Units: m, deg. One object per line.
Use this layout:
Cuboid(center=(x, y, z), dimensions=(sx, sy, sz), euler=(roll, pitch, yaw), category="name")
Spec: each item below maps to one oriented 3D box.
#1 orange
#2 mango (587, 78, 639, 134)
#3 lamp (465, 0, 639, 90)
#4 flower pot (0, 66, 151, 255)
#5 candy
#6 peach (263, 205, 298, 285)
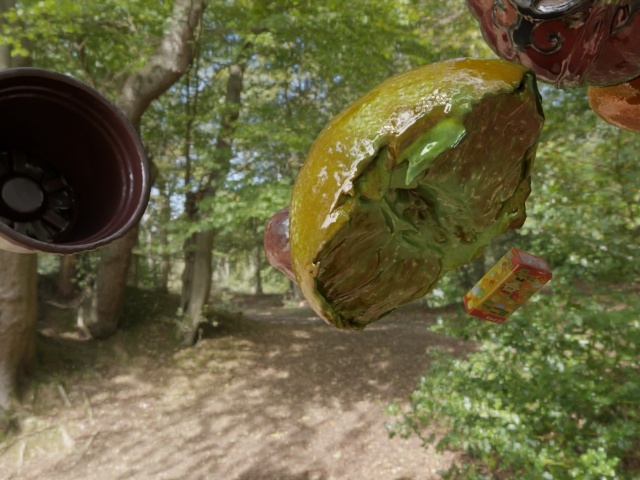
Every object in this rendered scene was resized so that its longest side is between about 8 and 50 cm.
Cuboid(center=(0.097, -0.062, 0.623), dimensions=(0.334, 0.196, 0.262), euler=(-42, -19, 17), category="orange")
Cuboid(center=(0.469, -0.185, 0.768), dimensions=(0.217, 0.102, 0.141), euler=(29, -12, 37), category="mango")
Cuboid(center=(0.298, -0.318, 0.610), dimensions=(0.303, 0.303, 0.257), euler=(-7, 20, 48), category="lamp")
Cuboid(center=(-0.173, -0.034, 0.344), dimensions=(0.111, 0.111, 0.089), euler=(2, -16, -43), category="flower pot")
Cuboid(center=(0.270, 0.068, 0.826), dimensions=(0.062, 0.038, 0.122), euler=(18, -49, -18), category="candy")
Cuboid(center=(0.000, 0.000, 0.807), dimensions=(0.152, 0.152, 0.152), euler=(-2, -5, 0), category="peach")
